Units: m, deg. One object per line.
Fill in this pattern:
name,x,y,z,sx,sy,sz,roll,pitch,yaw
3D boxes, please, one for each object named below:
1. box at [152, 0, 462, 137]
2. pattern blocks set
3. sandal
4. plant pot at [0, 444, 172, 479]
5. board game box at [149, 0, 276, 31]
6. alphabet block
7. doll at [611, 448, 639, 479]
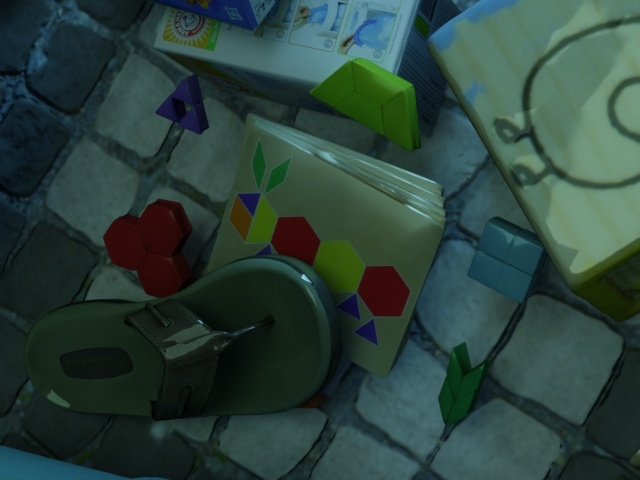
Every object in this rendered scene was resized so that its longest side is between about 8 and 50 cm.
box,-0.008,-0.161,1.120,0.203,0.114,0.103,15,85,23
pattern blocks set,0.000,0.000,1.073,0.325,0.026,0.285,37,121,16
sandal,-0.114,0.093,1.099,0.302,0.086,0.120,-14,99,30
plant pot,-0.226,0.292,1.023,0.334,0.341,0.341,13,85,31
board game box,-0.068,-0.336,1.120,0.233,0.078,0.347,20,63,26
alphabet block,0.215,-0.083,0.974,0.192,0.193,0.197,-34,70,14
doll,0.275,0.218,0.972,0.129,0.046,0.189,-47,67,9
